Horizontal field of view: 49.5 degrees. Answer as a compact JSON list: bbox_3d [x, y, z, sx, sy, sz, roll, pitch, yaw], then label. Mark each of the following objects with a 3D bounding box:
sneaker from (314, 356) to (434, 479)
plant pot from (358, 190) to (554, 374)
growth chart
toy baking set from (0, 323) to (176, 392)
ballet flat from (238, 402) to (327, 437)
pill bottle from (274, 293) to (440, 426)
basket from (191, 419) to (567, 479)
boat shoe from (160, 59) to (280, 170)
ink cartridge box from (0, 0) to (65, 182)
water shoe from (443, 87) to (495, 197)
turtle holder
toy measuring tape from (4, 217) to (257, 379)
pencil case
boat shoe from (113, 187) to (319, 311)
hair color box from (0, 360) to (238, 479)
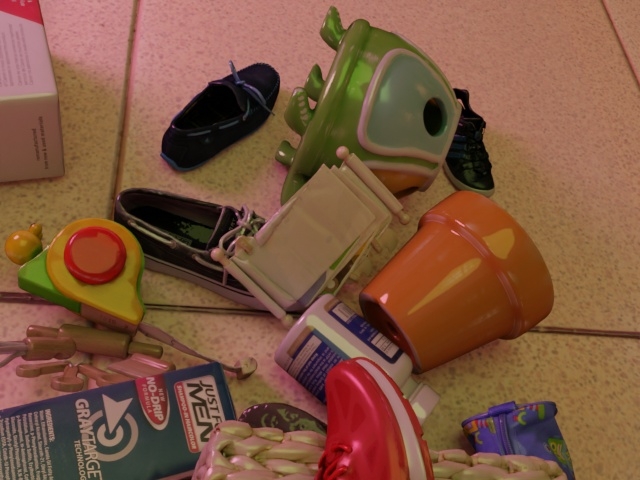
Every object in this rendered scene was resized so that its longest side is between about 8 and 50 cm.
[{"bbox_3d":[0.006,0.178,0.453,0.128,0.087,0.221,-1,48,-20],"label":"sneaker"},{"bbox_3d":[0.160,0.069,0.907,0.188,0.205,0.205,-33,70,-15],"label":"plant pot"},{"bbox_3d":[0.000,0.000,0.887,0.237,0.021,0.172,-42,118,-10],"label":"growth chart"},{"bbox_3d":[-0.289,0.117,0.747,0.256,0.197,0.030,10,91,5],"label":"toy baking set"},{"bbox_3d":[0.020,0.258,0.816,0.250,0.058,0.084,18,75,3],"label":"ballet flat"},{"bbox_3d":[0.047,0.162,0.847,0.187,0.112,0.112,39,55,11],"label":"pill bottle"},{"bbox_3d":[0.019,0.343,0.581,0.328,0.331,0.266,10,52,-9],"label":"basket"},{"bbox_3d":[-0.135,-0.201,1.056,0.109,0.089,0.258,30,53,5],"label":"boat shoe"},{"bbox_3d":[-0.553,-0.212,0.896,0.385,0.160,0.279,-9,59,-22],"label":"ink cartridge box"},{"bbox_3d":[0.238,-0.164,1.147,0.073,0.080,0.203,-7,59,-20],"label":"water shoe"},{"bbox_3d":[0.064,-0.148,0.985,0.227,0.243,0.320,22,52,-3],"label":"turtle holder"},{"bbox_3d":[-0.216,0.057,0.849,0.330,0.121,0.121,25,53,-9],"label":"toy measuring tape"},{"bbox_3d":[0.255,0.330,0.783,0.119,0.133,0.306,-19,57,11],"label":"pencil case"},{"bbox_3d":[-0.119,0.001,0.912,0.306,0.105,0.113,21,53,-2],"label":"boat shoe"},{"bbox_3d":[-0.259,0.231,0.670,0.347,0.174,0.105,-10,61,-22],"label":"hair color box"}]
